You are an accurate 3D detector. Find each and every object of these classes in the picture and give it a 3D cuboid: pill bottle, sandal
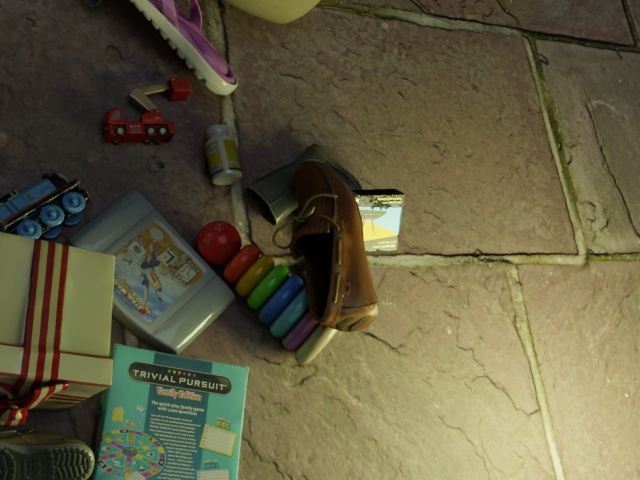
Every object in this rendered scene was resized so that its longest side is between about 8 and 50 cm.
[{"bbox_3d":[-0.204,-0.178,1.743,0.065,0.065,0.116,-5,73,-29],"label":"pill bottle"},{"bbox_3d":[-0.301,-0.492,1.760,0.416,0.102,0.169,49,18,-14],"label":"sandal"}]

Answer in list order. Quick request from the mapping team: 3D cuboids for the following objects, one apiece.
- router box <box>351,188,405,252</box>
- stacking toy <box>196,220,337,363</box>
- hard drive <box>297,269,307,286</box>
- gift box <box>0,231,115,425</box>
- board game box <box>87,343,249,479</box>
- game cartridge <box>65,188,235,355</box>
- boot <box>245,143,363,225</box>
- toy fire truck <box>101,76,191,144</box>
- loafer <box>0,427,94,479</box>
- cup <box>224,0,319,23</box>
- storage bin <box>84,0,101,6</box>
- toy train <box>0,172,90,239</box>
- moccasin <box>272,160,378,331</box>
[{"bbox_3d":[0.089,-0.042,1.809,0.178,0.046,0.133,-4,111,-28],"label":"router box"},{"bbox_3d":[-0.112,0.090,1.656,0.330,0.141,0.141,40,57,1],"label":"stacking toy"},{"bbox_3d":[0.025,0.107,1.770,0.094,0.022,0.135,-30,85,-34],"label":"hard drive"},{"bbox_3d":[-0.500,0.154,1.347,0.276,0.255,0.258,10,64,-30],"label":"gift box"},{"bbox_3d":[-0.270,0.372,1.474,0.253,0.079,0.336,14,64,-22],"label":"board game box"},{"bbox_3d":[-0.325,0.066,1.589,0.297,0.062,0.198,47,52,-3],"label":"game cartridge"},{"bbox_3d":[-0.030,-0.098,1.796,0.189,0.076,0.208,41,50,8],"label":"boot"},{"bbox_3d":[-0.353,-0.265,1.712,0.192,0.047,0.135,-4,71,-28],"label":"toy fire truck"},{"bbox_3d":[-0.497,0.357,1.370,0.251,0.087,0.094,7,93,-13],"label":"loafer"},{"bbox_3d":[-0.107,-0.624,1.858,0.237,0.331,0.331,46,52,-35],"label":"cup"},{"bbox_3d":[-0.472,-0.559,1.754,0.135,0.098,0.091,51,29,0],"label":"storage bin"},{"bbox_3d":[-0.511,-0.056,1.528,0.105,0.080,0.184,47,57,4],"label":"toy train"},{"bbox_3d":[-0.002,0.002,1.632,0.147,0.139,0.380,10,56,-31],"label":"moccasin"}]
